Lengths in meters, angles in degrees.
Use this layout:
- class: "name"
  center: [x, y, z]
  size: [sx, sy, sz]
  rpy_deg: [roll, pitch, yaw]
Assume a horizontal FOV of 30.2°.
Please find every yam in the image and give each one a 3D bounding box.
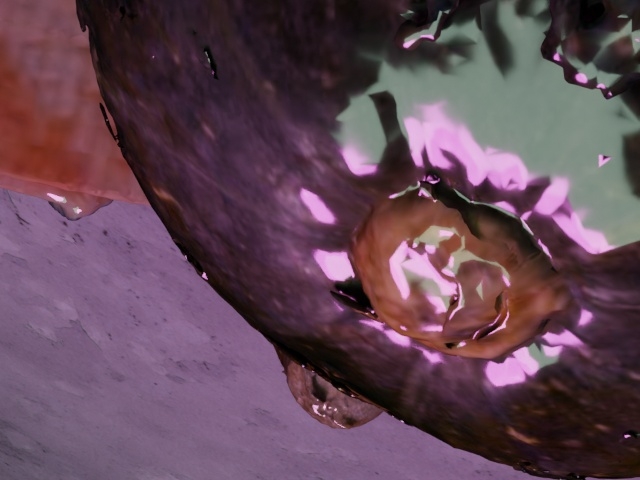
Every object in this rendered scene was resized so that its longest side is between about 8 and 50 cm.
- class: "yam"
  center: [0.000, 0.059, 0.813]
  size: [0.071, 0.067, 0.317]
  rpy_deg: [-8, -171, -4]

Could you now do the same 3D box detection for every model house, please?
- class: "model house"
  center: [-0.133, -0.129, 0.842]
  size: [0.280, 0.245, 0.312]
  rpy_deg: [11, -176, -22]

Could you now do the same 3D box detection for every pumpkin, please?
- class: "pumpkin"
  center: [0.110, -0.090, 0.522]
  size: [0.454, 0.344, 0.454]
  rpy_deg: [24, 139, 23]
